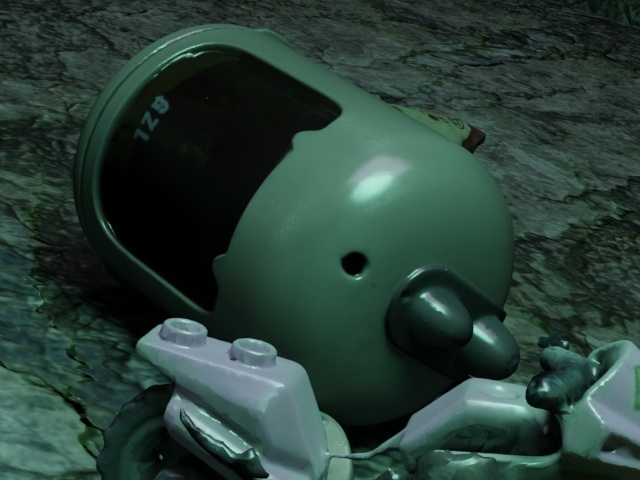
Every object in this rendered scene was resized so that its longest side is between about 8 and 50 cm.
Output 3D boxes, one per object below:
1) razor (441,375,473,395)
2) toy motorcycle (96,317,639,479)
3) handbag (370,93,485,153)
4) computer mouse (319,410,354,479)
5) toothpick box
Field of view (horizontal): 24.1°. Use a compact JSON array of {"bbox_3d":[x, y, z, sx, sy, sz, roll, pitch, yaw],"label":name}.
[{"bbox_3d":[0.052,0.082,1.078,0.044,0.028,0.155,-33,40,-32],"label":"razor"},{"bbox_3d":[0.050,0.115,0.770,0.327,0.188,0.143,17,13,10],"label":"toy motorcycle"},{"bbox_3d":[0.020,-0.064,1.320,0.213,0.127,0.235,16,32,9],"label":"handbag"},{"bbox_3d":[-0.015,0.135,0.890,0.066,0.039,0.096,9,28,-11],"label":"computer mouse"},{"bbox_3d":[0.000,0.000,1.017,0.229,0.229,0.316,-4,26,-39],"label":"toothpick box"}]
